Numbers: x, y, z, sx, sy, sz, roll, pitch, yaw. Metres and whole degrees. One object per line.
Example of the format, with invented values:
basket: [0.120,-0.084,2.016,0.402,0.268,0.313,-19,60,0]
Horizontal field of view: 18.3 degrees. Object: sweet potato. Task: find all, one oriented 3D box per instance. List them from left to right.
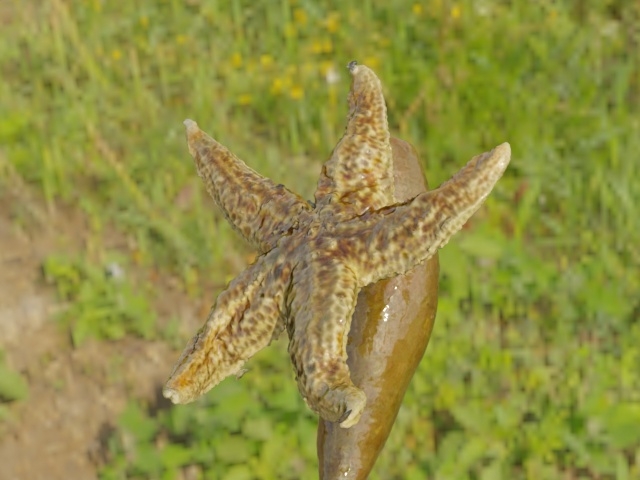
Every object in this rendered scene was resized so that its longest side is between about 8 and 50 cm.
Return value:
sweet potato: [0.040,0.053,1.275,0.077,0.077,0.244,2,78,11]

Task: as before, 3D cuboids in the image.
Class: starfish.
starfish: [0.000,0.000,1.123,0.236,0.062,0.277,-39,39,8]
